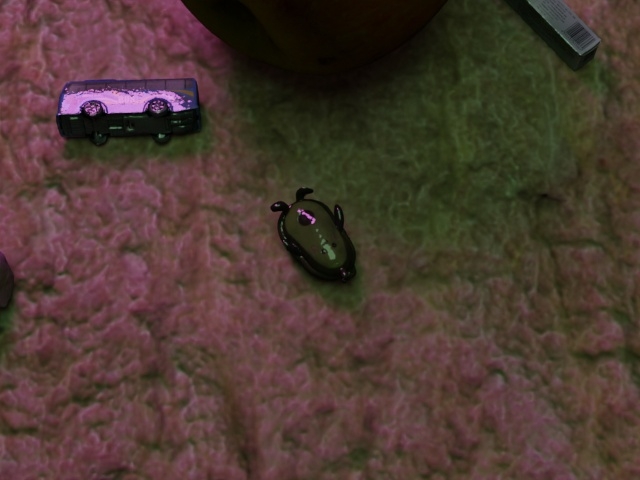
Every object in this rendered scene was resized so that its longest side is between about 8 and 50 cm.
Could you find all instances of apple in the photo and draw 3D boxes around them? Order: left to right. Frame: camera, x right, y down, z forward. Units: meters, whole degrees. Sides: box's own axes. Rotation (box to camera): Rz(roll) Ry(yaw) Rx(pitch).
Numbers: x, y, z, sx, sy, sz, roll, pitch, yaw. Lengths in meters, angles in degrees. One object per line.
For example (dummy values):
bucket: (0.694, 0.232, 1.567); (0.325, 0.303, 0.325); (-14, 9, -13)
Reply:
apple: (-0.011, -0.339, 1.456); (0.340, 0.339, 0.339); (0, 69, 0)

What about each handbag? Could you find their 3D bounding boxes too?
handbag: (0.000, 0.000, 1.478); (0.072, 0.047, 0.111); (-33, 71, -11)

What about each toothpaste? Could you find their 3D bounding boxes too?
toothpaste: (0.242, -0.259, 1.579); (0.034, 0.046, 0.164); (-38, 74, -11)

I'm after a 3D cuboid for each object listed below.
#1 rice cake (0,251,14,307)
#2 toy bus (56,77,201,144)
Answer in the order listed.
rice cake: (-0.444, -0.064, 1.489); (0.056, 0.072, 0.365); (-42, 73, -12)
toy bus: (-0.204, -0.141, 1.530); (0.153, 0.051, 0.061); (-1, 57, -1)
